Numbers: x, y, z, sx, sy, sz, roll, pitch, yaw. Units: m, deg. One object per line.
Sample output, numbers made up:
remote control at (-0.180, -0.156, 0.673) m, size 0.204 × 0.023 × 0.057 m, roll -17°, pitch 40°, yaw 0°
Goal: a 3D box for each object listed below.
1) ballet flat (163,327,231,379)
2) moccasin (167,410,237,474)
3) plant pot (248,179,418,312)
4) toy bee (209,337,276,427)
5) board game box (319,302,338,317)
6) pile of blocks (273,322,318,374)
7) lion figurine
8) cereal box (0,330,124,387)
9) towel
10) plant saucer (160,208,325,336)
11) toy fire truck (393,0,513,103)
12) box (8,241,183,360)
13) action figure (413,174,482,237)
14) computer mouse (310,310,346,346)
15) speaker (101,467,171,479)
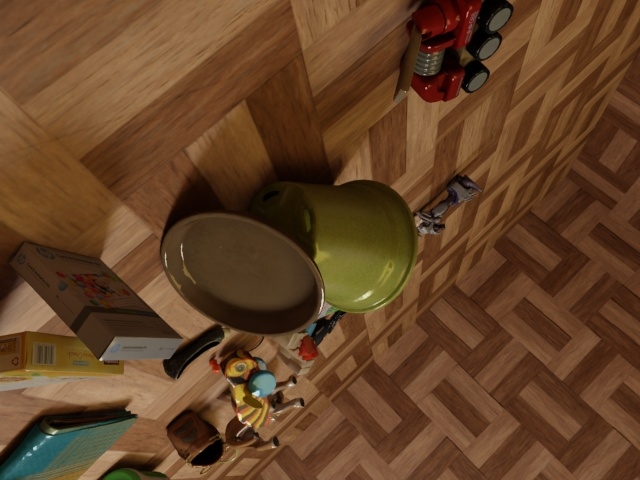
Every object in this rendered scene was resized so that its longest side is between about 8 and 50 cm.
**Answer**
ballet flat at (-0.268, 0.250, 1.265) m, size 0.173 × 0.049 × 0.057 m, roll -32°, pitch 156°, yaw -32°
moccasin at (-0.335, 0.607, 1.663) m, size 0.139 × 0.147 × 0.380 m, roll -36°, pitch 157°, yaw -24°
plant pot at (0.000, 0.000, 1.063) m, size 0.254 × 0.276 × 0.276 m, roll 8°, pitch 124°, yaw -52°
toy bee at (-0.205, 0.340, 1.453) m, size 0.162 × 0.298 × 0.195 m, roll -2°, pitch 177°, yaw -24°
board game box at (0.019, 0.155, 1.618) m, size 0.212 × 0.039 × 0.160 m, roll -14°, pitch 140°, yaw -47°
pile of blocks at (-0.046, 0.197, 1.299) m, size 0.149 × 0.113 × 0.362 m, roll -45°, pitch 149°, yaw -18°
lion figurine at (-0.194, 0.524, 1.693) m, size 0.240 × 0.142 × 0.392 m, roll -24°, pitch 177°, yaw 21°
cereal box at (-0.388, 0.152, 0.680) m, size 0.240 × 0.047 × 0.173 m, roll -10°, pitch 164°, yaw 13°
towel at (-0.572, 0.478, 1.136) m, size 0.370 × 0.040 × 0.271 m, roll -45°, pitch 158°, yaw 4°
plant saucer at (-0.123, 0.053, 0.923) m, size 0.277 × 0.278 × 0.041 m, roll 112°, pitch -1°, yaw -45°
toy fire truck at (0.193, -0.315, 0.984) m, size 0.246 × 0.158 × 0.217 m, roll -27°, pitch 155°, yaw -15°
box at (-0.282, 0.080, 0.728) m, size 0.038 × 0.186 × 0.145 m, roll -54°, pitch 158°, yaw 2°
action figure at (0.369, -0.086, 1.791) m, size 0.285 × 0.099 × 0.185 m, roll -44°, pitch 169°, yaw 7°
computer mouse at (0.011, 0.282, 1.842) m, size 0.262 × 0.060 × 0.184 m, roll -16°, pitch 145°, yaw -53°
speaker at (-0.495, 0.689, 1.547) m, size 0.131 × 0.131 × 0.296 m, roll -41°, pitch 159°, yaw -13°
